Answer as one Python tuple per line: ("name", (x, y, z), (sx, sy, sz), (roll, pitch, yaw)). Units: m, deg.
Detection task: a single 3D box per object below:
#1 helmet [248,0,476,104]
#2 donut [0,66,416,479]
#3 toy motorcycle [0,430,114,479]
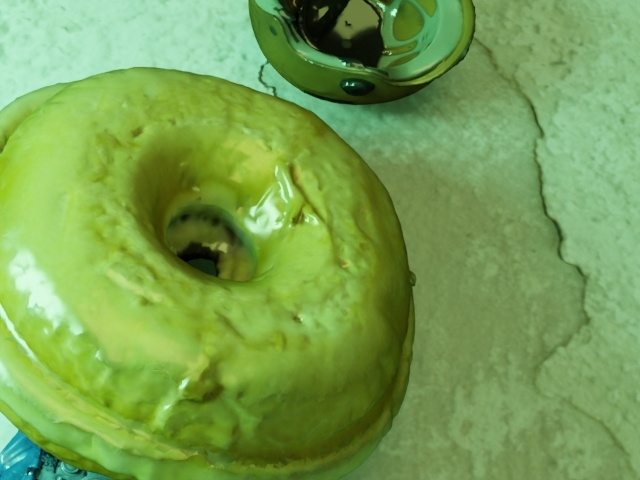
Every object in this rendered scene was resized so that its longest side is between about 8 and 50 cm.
("helmet", (0.029, -0.215, 1.741), (0.224, 0.130, 0.198), (19, 62, -9))
("donut", (-0.115, 0.031, 1.489), (0.449, 0.198, 0.449), (16, 44, -16))
("toy motorcycle", (-0.236, 0.199, 1.474), (0.135, 0.092, 0.254), (35, 44, 5))
